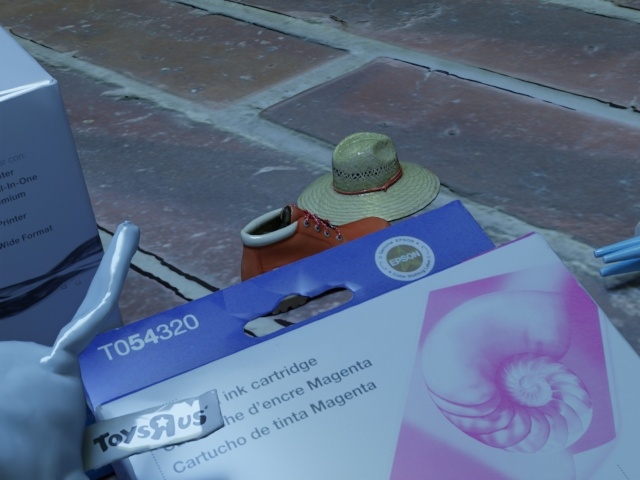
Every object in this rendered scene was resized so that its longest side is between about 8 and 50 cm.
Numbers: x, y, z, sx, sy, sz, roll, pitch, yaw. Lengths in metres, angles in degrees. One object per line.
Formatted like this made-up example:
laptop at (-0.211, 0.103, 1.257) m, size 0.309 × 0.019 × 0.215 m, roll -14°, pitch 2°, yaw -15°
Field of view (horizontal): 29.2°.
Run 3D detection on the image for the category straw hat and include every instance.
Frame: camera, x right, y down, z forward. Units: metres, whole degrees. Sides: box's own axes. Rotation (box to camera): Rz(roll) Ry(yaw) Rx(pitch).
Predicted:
straw hat at (0.044, -0.073, 1.214) m, size 0.144 × 0.061 × 0.144 m, roll -7°, pitch 29°, yaw 4°

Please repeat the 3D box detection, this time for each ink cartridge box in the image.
ink cartridge box at (0.040, 0.114, 0.769) m, size 0.324 × 0.071 × 0.330 m, roll -21°, pitch 54°, yaw -19°
ink cartridge box at (-0.244, 0.007, 0.902) m, size 0.129 × 0.307 × 0.223 m, roll -21°, pitch 32°, yaw -20°

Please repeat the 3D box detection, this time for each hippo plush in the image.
hippo plush at (-0.193, 0.149, 0.576) m, size 0.294 × 0.234 × 0.236 m, roll -27°, pitch -5°, yaw 2°

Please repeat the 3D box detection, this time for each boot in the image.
boot at (0.000, 0.000, 1.076) m, size 0.158 × 0.084 × 0.059 m, roll -22°, pitch 30°, yaw -25°

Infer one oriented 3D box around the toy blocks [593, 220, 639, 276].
toy blocks at (0.308, 0.017, 0.986) m, size 0.148 × 0.054 × 0.123 m, roll -14°, pitch 29°, yaw -8°
